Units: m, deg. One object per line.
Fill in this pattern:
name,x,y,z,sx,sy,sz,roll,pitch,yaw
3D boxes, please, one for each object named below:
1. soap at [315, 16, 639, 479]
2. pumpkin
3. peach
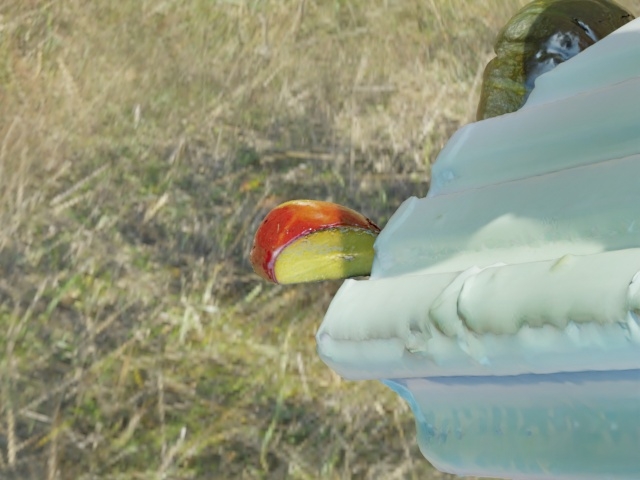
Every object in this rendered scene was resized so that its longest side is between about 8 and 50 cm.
soap,0.216,-0.008,0.617,0.156,0.261,0.446,47,152,-17
pumpkin,0.274,-0.153,1.363,0.159,0.238,0.238,26,134,40
peach,0.000,0.000,0.802,0.083,0.077,0.050,16,116,24
